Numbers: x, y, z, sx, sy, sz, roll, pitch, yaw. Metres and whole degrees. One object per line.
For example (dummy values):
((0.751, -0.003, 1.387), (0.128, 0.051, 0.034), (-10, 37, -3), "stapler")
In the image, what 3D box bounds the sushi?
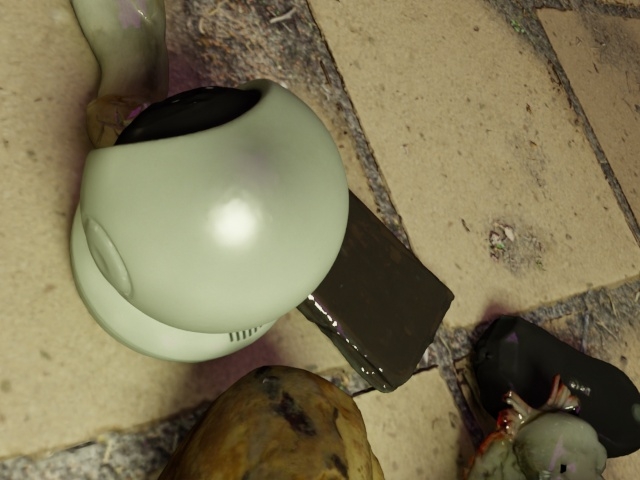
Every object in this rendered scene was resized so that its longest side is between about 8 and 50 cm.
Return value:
((0.223, 0.299, 0.783), (0.124, 0.130, 0.332), (0, 68, -40), "sushi")

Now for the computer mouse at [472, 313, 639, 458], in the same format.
((0.259, 0.168, 0.929), (0.217, 0.073, 0.122), (28, 50, -15), "computer mouse")

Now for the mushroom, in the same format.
((-0.176, -0.169, 0.762), (0.092, 0.081, 0.223), (38, 40, -67), "mushroom")

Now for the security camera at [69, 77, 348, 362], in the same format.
((-0.079, -0.014, 0.618), (0.195, 0.236, 0.194), (6, 74, -20), "security camera")

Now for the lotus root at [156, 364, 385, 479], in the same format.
((-0.035, 0.229, 0.581), (0.193, 0.193, 0.291), (32, 49, -21), "lotus root")

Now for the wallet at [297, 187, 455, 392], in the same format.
((0.000, 0.000, 0.834), (0.309, 0.042, 0.165), (46, 45, -9), "wallet")
